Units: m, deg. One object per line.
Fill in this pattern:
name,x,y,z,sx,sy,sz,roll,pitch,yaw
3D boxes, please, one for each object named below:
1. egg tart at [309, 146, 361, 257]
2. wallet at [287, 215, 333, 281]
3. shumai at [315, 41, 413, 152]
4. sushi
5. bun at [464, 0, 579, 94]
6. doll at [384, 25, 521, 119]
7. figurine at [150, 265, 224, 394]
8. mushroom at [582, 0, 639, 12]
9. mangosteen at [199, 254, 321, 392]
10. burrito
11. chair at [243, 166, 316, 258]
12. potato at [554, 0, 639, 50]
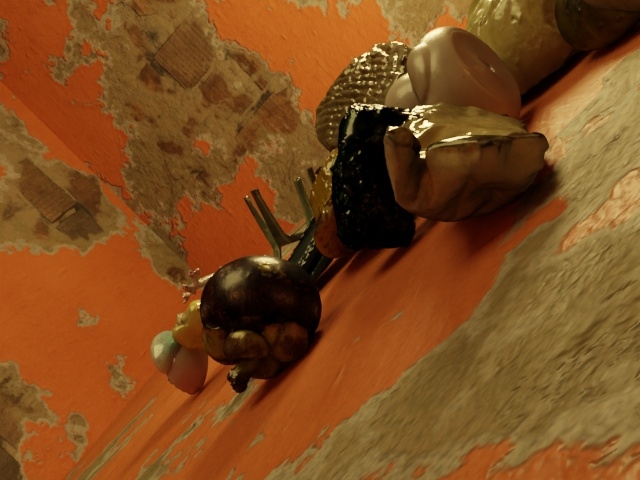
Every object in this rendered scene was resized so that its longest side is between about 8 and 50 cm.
egg tart,0.069,-0.097,1.586,0.295,0.116,0.295,-44,-21,-22
wallet,0.000,0.000,1.801,0.342,0.075,0.237,-60,10,-4
shumai,0.160,-0.263,1.898,0.314,0.262,0.267,-13,55,49
sushi,0.081,-0.097,1.329,0.124,0.127,0.225,-176,88,-83
bun,0.389,-0.414,1.559,0.364,0.202,0.364,-44,3,3
doll,0.197,-0.219,1.403,0.221,0.221,0.251,-42,39,28
figurine,-0.227,0.189,1.855,0.316,0.206,0.284,-50,-3,22
mushroom,0.393,-0.313,0.966,0.226,0.178,0.226,-16,30,10
mangosteen,-0.096,0.131,1.333,0.192,0.192,0.217,-37,40,56
burrito,0.167,-0.091,1.062,0.332,0.190,0.135,-54,-25,-76
chair,-0.069,-0.002,2.016,0.190,0.275,0.203,-22,-2,-12
potato,0.418,-0.363,1.278,0.251,0.113,0.150,167,104,-72
